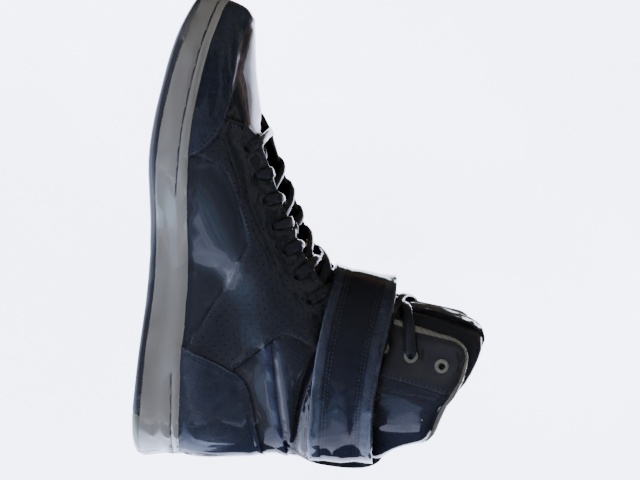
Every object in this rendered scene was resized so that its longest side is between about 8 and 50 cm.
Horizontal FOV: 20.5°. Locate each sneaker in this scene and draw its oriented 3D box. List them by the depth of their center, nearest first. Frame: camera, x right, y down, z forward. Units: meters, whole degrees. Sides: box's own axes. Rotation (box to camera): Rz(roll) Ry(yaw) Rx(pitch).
[{"bbox_3d":[0.000,0.000,0.838,0.163,0.086,0.226,6,-75,7],"label":"sneaker"}]
